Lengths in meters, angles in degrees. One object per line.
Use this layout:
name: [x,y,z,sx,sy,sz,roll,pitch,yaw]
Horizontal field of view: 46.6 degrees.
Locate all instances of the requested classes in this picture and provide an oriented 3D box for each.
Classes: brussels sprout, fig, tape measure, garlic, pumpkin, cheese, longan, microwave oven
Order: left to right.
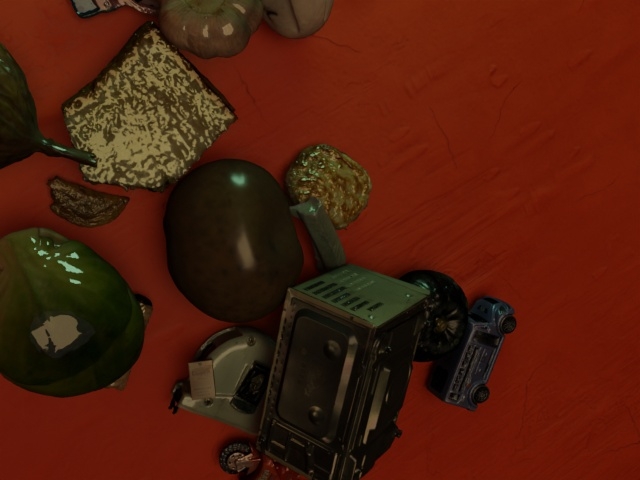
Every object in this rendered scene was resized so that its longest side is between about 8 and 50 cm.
fig: [-0.577,-0.207,1.321,0.369,0.286,0.286,24,92,-9]
brussels sprout: [-0.514,0.142,1.451,0.289,0.281,0.354,-30,101,-15]
cheese: [-0.362,-0.528,1.478,0.286,0.074,0.188,-24,107,-15]
garlic: [-0.214,-0.447,1.473,0.219,0.212,0.218,1,79,-3]
longan: [-0.182,0.002,1.559,0.289,0.288,0.349,-14,106,-19]
tape measure: [-0.184,0.323,1.702,0.243,0.125,0.246,27,91,-25]
microwave oven: [0.068,0.291,1.646,0.333,0.247,0.394,-20,126,-59]
pumpkin: [0.254,0.186,1.829,0.233,0.163,0.233,-7,106,-28]

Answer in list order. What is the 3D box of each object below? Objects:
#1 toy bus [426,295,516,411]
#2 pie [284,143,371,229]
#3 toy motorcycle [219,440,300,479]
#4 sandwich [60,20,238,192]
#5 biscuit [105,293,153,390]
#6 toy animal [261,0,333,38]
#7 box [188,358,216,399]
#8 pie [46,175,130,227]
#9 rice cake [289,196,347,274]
toy bus: [0.387,0.281,1.926,0.133,0.125,0.292,18,95,-25]
pie: [0.014,-0.118,1.709,0.205,0.084,0.178,30,75,-20]
toy motorcycle: [-0.116,0.580,1.803,0.171,0.089,0.298,-37,112,-12]
sandwich: [-0.366,-0.238,1.508,0.325,0.131,0.262,-48,115,-10]
biscuit: [-0.420,0.225,1.624,0.061,0.055,0.219,20,93,-35]
toy animal: [-0.050,-0.547,1.521,0.206,0.271,0.264,-5,116,-1]
box: [-0.256,0.301,1.610,0.053,0.024,0.083,-5,86,-7]
pie: [-0.491,-0.075,1.544,0.170,0.034,0.092,21,91,-30]
rice cake: [0.003,0.001,1.684,0.290,0.081,0.051,64,36,-51]
